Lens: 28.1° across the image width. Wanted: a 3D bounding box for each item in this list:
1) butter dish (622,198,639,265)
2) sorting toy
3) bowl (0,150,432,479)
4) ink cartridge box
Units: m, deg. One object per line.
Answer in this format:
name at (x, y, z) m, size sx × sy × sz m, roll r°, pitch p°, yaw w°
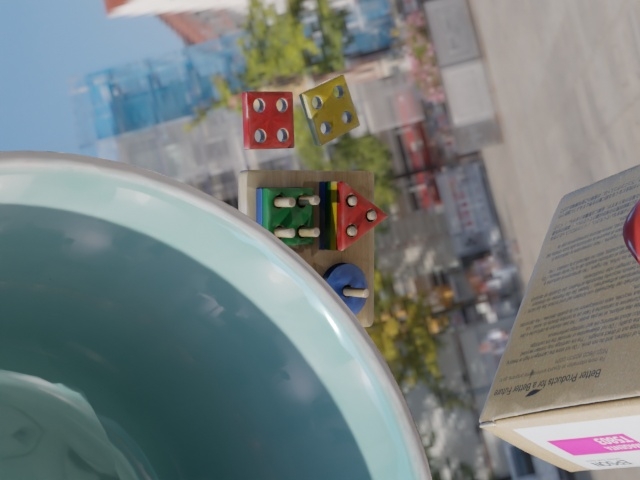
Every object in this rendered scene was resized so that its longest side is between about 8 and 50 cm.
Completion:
butter dish at (0.256, -0.001, 0.603) m, size 0.160 × 0.160 × 0.118 m, roll 49°, pitch -165°, yaw 30°
sorting toy at (0.000, 0.000, 1.037) m, size 0.046 × 0.132 × 0.274 m, roll 3°, pitch 93°, yaw 52°
bowl at (-0.123, 0.133, 0.501) m, size 0.163 × 0.311 × 0.311 m, roll -22°, pitch 81°, yaw 59°
ink cartridge box at (0.222, 0.043, 0.821) m, size 0.235 × 0.088 × 0.193 m, roll -25°, pitch 38°, yaw 63°
